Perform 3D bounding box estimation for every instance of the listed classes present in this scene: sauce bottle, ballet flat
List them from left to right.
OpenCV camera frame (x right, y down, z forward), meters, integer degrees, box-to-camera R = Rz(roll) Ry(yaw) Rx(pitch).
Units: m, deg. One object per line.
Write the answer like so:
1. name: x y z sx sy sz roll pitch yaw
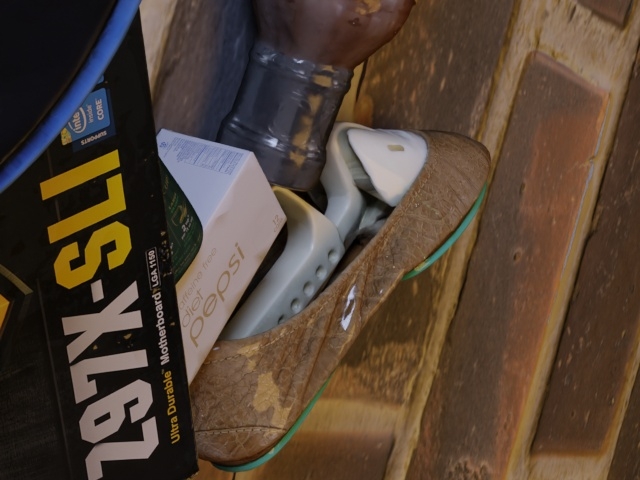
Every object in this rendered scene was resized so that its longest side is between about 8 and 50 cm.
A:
1. ballet flat: 0.000 0.000 1.256 0.342 0.116 0.124 -48 123 -33
2. sauce bottle: 0.021 -0.200 1.153 0.111 0.111 0.344 -3 118 -60

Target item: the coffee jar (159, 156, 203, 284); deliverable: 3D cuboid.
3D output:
1. coffee jar: -0.133 -0.039 1.006 0.096 0.079 0.184 -51 145 -24

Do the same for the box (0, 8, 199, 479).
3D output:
1. box: -0.192 0.028 0.862 0.257 0.079 0.322 -27 129 -31

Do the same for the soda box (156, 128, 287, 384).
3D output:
1. soda box: -0.105 0.043 1.107 0.216 0.069 0.074 -60 148 -24

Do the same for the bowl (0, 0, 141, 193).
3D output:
1. bowl: -0.223 -0.125 0.590 0.391 0.077 0.391 -16 132 -18
